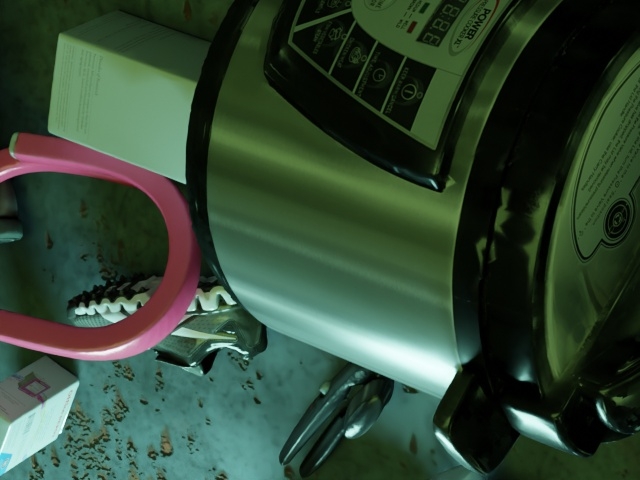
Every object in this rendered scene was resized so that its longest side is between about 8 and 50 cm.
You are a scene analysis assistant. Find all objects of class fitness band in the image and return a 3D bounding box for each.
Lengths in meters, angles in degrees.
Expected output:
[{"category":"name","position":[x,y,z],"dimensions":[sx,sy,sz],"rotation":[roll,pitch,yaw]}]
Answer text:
[{"category":"fitness band","position":[-0.253,0.006,1.709],"dimensions":[0.291,0.054,0.209],"rotation":[11,77,20]}]

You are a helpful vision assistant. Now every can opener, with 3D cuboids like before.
[{"category":"can opener","position":[0.011,0.172,1.707],"dimensions":[0.059,0.073,0.186],"rotation":[42,132,-2]}]

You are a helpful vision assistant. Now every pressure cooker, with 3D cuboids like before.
[{"category":"pressure cooker","position":[0.158,-0.051,1.321],"dimensions":[0.420,0.375,0.370],"rotation":[21,116,37]}]

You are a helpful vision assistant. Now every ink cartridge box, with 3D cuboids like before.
[{"category":"ink cartridge box","position":[-0.319,0.188,1.845],"dimensions":[0.052,0.122,0.088],"rotation":[34,121,16]}]

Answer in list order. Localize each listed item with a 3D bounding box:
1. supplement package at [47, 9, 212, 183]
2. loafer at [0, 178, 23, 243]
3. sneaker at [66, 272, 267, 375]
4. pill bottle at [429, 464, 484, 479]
[{"category":"supplement package","position":[-0.150,-0.133,1.641],"dimensions":[0.179,0.105,0.105],"rotation":[21,117,20]},{"category":"loafer","position":[-0.435,-0.028,1.852],"dimensions":[0.267,0.096,0.084],"rotation":[-5,87,22]},{"category":"sneaker","position":[-0.151,0.088,1.744],"dimensions":[0.234,0.078,0.106],"rotation":[-5,104,27]},{"category":"pill bottle","position":[0.160,0.308,1.654],"dimensions":[0.103,0.103,0.184],"rotation":[-28,96,33]}]
